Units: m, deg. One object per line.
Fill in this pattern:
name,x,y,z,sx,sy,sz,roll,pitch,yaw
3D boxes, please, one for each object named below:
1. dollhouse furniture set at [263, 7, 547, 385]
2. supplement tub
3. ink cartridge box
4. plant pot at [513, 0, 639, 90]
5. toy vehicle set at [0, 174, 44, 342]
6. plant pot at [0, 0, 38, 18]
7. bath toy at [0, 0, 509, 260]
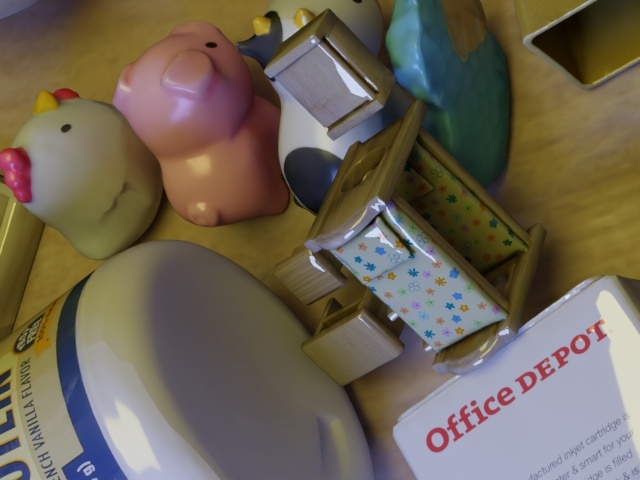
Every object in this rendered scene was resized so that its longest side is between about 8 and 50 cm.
dollhouse furniture set,0.000,0.000,0.847,0.182,0.101,0.161,43,130,-17
supplement tub,-0.149,0.171,0.921,0.316,0.228,0.228,-36,68,23
ink cartridge box,0.164,0.150,0.811,0.160,0.092,0.219,-38,66,22
plant pot,0.155,-0.150,0.861,0.081,0.081,0.083,-29,58,26
toy vehicle set,-0.310,0.066,1.142,0.166,0.035,0.267,22,96,31
plant pot,-0.267,-0.255,1.042,0.284,0.284,0.191,13,127,32
bath toy,-0.062,-0.075,0.954,0.348,0.129,0.151,-11,79,31
